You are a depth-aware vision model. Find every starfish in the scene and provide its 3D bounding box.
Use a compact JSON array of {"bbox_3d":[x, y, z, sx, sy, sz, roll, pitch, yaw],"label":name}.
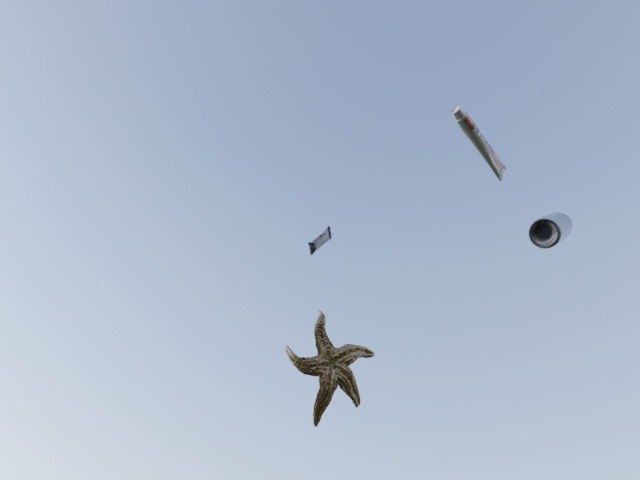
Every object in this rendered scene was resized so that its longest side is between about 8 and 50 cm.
[{"bbox_3d":[0.028,0.305,1.412,0.236,0.277,0.062,9,-21,-24],"label":"starfish"}]

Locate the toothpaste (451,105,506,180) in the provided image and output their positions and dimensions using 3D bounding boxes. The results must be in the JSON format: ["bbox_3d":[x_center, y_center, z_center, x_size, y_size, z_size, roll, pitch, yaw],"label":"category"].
[{"bbox_3d":[0.376,-0.230,1.375,0.033,0.052,0.218,-12,-48,48],"label":"toothpaste"}]

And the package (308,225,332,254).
[{"bbox_3d":[0.000,0.000,1.500,0.015,0.110,0.037,-1,-66,32],"label":"package"}]

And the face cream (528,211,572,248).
[{"bbox_3d":[0.568,-0.029,1.428,0.075,0.075,0.229,-23,-7,31],"label":"face cream"}]
